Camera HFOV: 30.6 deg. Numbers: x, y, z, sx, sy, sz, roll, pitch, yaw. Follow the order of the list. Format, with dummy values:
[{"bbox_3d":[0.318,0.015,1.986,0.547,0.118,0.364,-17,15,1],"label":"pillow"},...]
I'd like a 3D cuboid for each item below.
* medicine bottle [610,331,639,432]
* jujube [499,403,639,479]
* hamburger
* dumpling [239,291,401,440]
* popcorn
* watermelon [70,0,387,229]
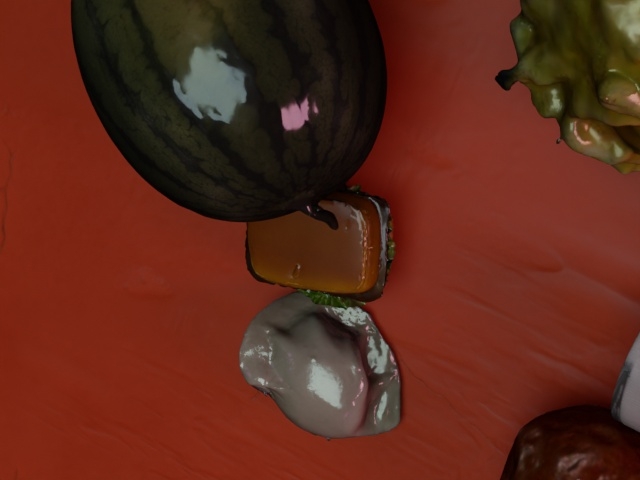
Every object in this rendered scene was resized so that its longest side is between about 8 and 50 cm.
[{"bbox_3d":[0.393,0.158,1.004,0.258,0.143,0.144,24,111,29],"label":"medicine bottle"},{"bbox_3d":[0.293,0.265,1.111,0.255,0.190,0.190,16,108,11],"label":"jujube"},{"bbox_3d":[0.000,0.000,1.215,0.165,0.087,0.137,11,107,22],"label":"hamburger"},{"bbox_3d":[0.007,0.134,1.249,0.176,0.092,0.150,27,98,21],"label":"dumpling"},{"bbox_3d":[0.268,-0.166,0.974,0.225,0.249,0.249,-10,100,-6],"label":"popcorn"},{"bbox_3d":[-0.081,-0.169,1.100,0.278,0.279,0.360,-32,77,26],"label":"watermelon"}]
